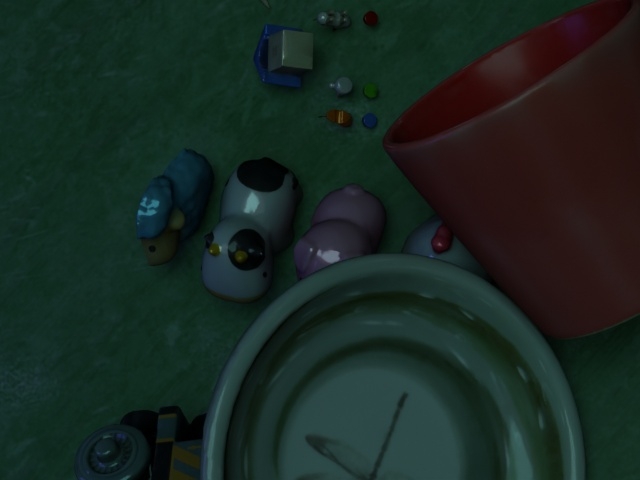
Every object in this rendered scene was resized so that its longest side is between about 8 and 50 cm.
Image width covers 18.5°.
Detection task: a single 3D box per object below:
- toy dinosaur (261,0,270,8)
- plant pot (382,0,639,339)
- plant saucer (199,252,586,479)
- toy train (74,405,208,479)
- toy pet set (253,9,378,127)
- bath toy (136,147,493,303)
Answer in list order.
[{"bbox_3d":[-0.076,-0.342,2.054,0.092,0.053,0.183,9,81,10],"label":"toy dinosaur"},{"bbox_3d":[0.234,-0.060,1.830,0.275,0.275,0.243,-31,101,3],"label":"plant pot"},{"bbox_3d":[0.058,0.214,1.839,0.400,0.100,0.401,3,83,-26],"label":"plant saucer"},{"bbox_3d":[-0.138,0.299,1.856,0.190,0.142,0.334,-7,47,11],"label":"toy train"},{"bbox_3d":[-0.005,-0.177,2.019,0.114,0.065,0.122,5,82,-24],"label":"toy pet set"},{"bbox_3d":[0.000,0.000,1.938,0.348,0.129,0.151,10,81,11],"label":"bath toy"}]
